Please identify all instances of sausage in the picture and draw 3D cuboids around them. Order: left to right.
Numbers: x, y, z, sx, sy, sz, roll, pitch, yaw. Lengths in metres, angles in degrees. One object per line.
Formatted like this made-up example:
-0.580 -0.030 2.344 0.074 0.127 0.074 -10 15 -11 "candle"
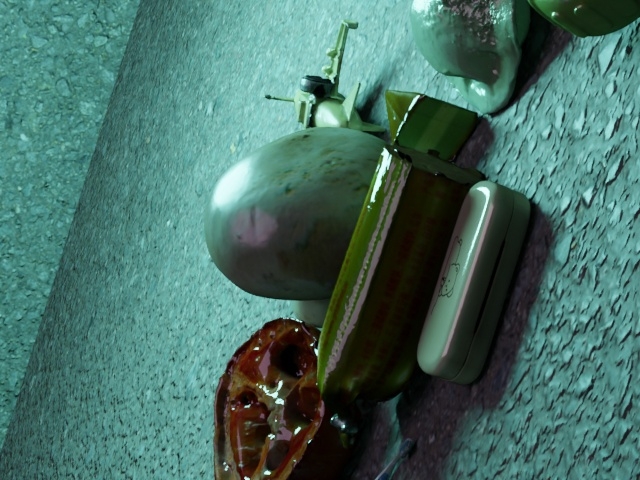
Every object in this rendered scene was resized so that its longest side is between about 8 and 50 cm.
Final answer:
0.070 0.062 1.845 0.125 0.117 0.317 -3 -67 -75 "sausage"

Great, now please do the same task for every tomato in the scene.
-0.028 0.204 2.021 0.228 0.101 0.228 -36 45 46 "tomato"

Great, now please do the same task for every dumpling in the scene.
0.148 -0.220 1.899 0.219 0.108 0.152 -159 87 -74 "dumpling"

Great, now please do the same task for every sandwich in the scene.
0.119 -0.149 1.967 0.116 0.074 0.074 -96 28 -52 "sandwich"

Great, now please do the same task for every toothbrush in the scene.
0.056 0.255 1.868 0.162 0.014 0.017 -57 5 38 "toothbrush"

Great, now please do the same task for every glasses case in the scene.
0.147 0.041 1.751 0.083 0.050 0.196 -170 98 -73 "glasses case"

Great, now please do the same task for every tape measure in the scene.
0.262 -0.266 1.630 0.175 0.106 0.200 -39 37 35 "tape measure"

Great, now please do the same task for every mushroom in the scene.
0.000 0.000 2.011 0.243 0.243 0.243 -162 90 -71 "mushroom"

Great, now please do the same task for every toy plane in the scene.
0.008 -0.160 2.267 0.256 0.104 0.242 -148 61 -64 "toy plane"
